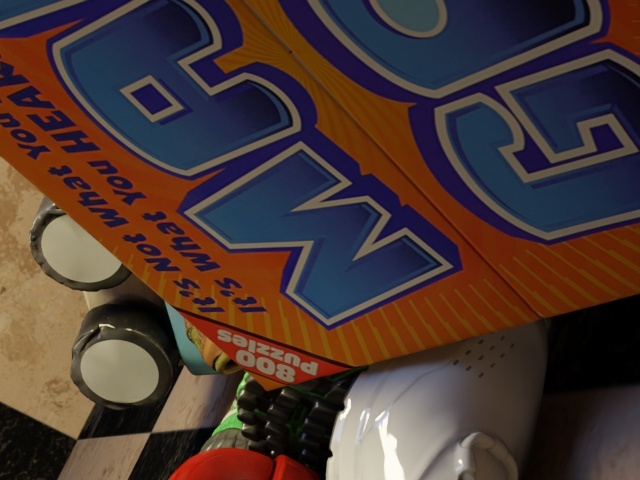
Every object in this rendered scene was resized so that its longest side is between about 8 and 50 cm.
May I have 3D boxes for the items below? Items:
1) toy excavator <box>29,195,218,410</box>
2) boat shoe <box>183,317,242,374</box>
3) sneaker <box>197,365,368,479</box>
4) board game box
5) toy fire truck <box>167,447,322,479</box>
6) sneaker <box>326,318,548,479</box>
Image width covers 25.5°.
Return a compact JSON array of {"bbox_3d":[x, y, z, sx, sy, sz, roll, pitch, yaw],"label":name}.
[{"bbox_3d":[-0.050,-0.075,1.385,0.222,0.445,0.433,-83,-17,-59],"label":"toy excavator"},{"bbox_3d":[0.000,0.000,1.253,0.307,0.111,0.104,-45,54,23],"label":"boat shoe"},{"bbox_3d":[0.013,0.081,0.887,0.343,0.134,0.146,-42,21,59],"label":"sneaker"},{"bbox_3d":[0.036,-0.203,0.651,0.356,0.356,0.356,-19,38,39],"label":"board game box"},{"bbox_3d":[-0.104,0.213,0.787,0.158,0.246,0.217,-51,16,40],"label":"toy fire truck"},{"bbox_3d":[0.057,0.159,0.658,0.129,0.111,0.297,-10,54,55],"label":"sneaker"}]
